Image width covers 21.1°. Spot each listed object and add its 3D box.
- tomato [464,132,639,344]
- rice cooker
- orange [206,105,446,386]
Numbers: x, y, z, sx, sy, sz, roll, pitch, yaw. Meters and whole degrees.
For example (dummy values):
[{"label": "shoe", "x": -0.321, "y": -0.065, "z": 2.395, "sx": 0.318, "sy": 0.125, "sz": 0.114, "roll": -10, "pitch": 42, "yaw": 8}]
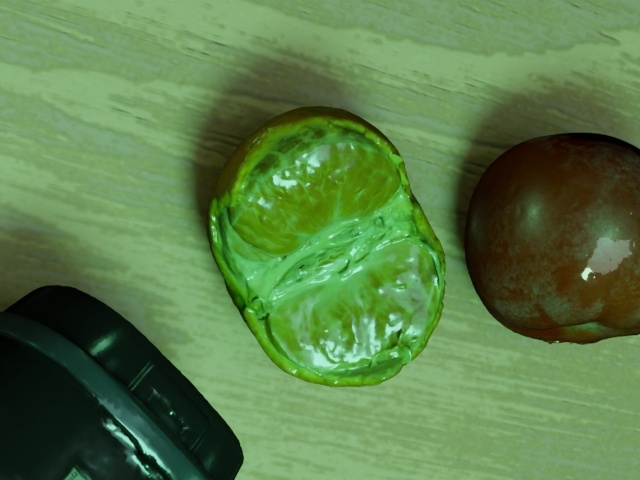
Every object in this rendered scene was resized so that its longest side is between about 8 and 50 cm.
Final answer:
[{"label": "tomato", "x": 0.232, "y": -0.006, "z": 1.553, "sx": 0.208, "sy": 0.208, "sz": 0.184, "roll": 7, "pitch": 72, "yaw": -29}, {"label": "rice cooker", "x": -0.207, "y": 0.180, "z": 1.319, "sx": 0.224, "sy": 0.267, "sz": 0.267, "roll": -47, "pitch": 116, "yaw": -23}, {"label": "orange", "x": -0.001, "y": 0.001, "z": 1.457, "sx": 0.179, "sy": 0.158, "sz": 0.237, "roll": -29, "pitch": 110, "yaw": -8}]
